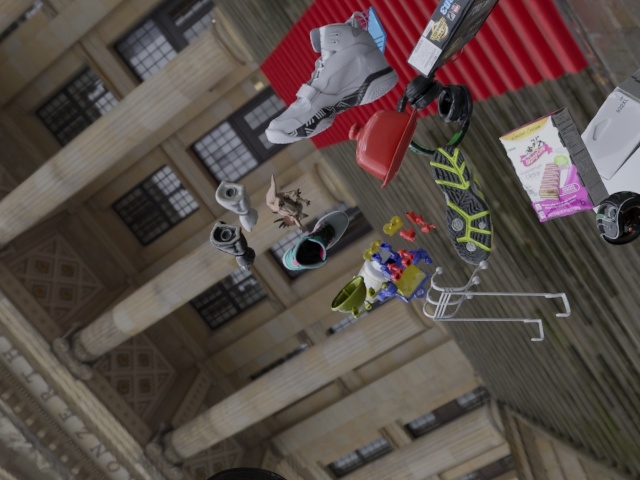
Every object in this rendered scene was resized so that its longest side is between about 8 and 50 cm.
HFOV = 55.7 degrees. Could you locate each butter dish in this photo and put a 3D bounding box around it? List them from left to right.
[{"bbox_3d":[0.112,-0.192,1.178,0.118,0.160,0.160,23,-177,3],"label":"butter dish"}]

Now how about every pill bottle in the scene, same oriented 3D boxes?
[{"bbox_3d":[0.181,0.116,2.010,0.103,0.184,0.103,14,-137,-13],"label":"pill bottle"}]

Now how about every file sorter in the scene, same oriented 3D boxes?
[{"bbox_3d":[0.158,-0.712,2.127,0.170,0.105,0.118,77,169,-82],"label":"file sorter"}]

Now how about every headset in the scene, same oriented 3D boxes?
[{"bbox_3d":[0.393,-0.469,1.954,0.244,0.393,0.185,17,177,-14],"label":"headset"}]

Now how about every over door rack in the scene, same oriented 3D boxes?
[{"bbox_3d":[0.436,0.149,1.542,0.239,0.325,0.108,80,-158,-66],"label":"over door rack"}]

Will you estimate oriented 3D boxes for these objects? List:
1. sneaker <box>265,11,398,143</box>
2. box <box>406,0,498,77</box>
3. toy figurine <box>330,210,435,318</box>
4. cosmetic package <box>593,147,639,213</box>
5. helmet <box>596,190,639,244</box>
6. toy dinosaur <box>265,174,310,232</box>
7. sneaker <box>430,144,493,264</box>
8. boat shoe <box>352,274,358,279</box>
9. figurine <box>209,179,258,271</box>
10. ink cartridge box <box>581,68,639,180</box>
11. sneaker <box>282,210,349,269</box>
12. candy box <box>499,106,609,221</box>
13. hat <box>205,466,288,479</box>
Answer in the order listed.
[{"bbox_3d":[-0.002,-0.395,1.477,0.210,0.366,0.137,63,171,-22],"label":"sneaker"},{"bbox_3d":[0.343,-0.542,1.356,0.073,0.293,0.295,40,-131,6],"label":"box"},{"bbox_3d":[0.228,0.124,1.720,0.217,0.362,0.191,45,169,-29],"label":"toy figurine"},{"bbox_3d":[1.080,-0.259,2.008,0.230,0.161,0.453,47,153,-12],"label":"cosmetic package"},{"bbox_3d":[0.934,-0.068,1.864,0.169,0.169,0.161,57,-179,-2],"label":"helmet"},{"bbox_3d":[-0.150,-0.138,2.460,0.200,0.127,0.296,9,151,52],"label":"toy dinosaur"},{"bbox_3d":[0.468,-0.114,1.901,0.147,0.145,0.384,1,-105,-56],"label":"sneaker"},{"bbox_3d":[0.137,0.178,2.265,0.035,0.035,0.100,-119,28,-52],"label":"boat shoe"},{"bbox_3d":[-0.235,-0.039,1.758,0.209,0.093,0.214,63,-154,-62],"label":"figurine"},{"bbox_3d":[0.833,-0.325,1.642,0.129,0.223,0.307,39,-136,19],"label":"ink cartridge box"},{"bbox_3d":[0.000,0.000,2.158,0.123,0.295,0.178,50,171,-12],"label":"sneaker"},{"bbox_3d":[0.544,-0.173,1.419,0.071,0.159,0.233,-29,-86,-31],"label":"candy box"},{"bbox_3d":[-0.170,0.628,1.361,0.331,0.332,0.133,-105,10,-47],"label":"hat"}]
